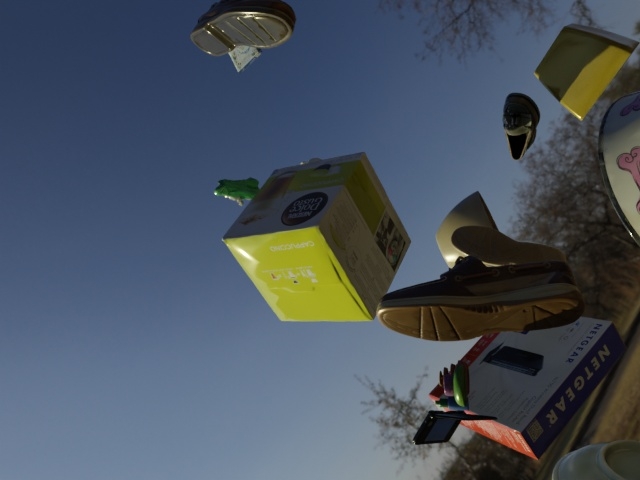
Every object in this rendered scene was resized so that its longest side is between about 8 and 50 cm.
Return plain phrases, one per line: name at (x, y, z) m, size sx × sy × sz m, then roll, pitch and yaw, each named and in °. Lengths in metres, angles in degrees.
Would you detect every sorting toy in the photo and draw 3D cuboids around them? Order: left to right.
sorting toy at (0.168, 0.188, 0.731) m, size 0.102 × 0.042 × 0.061 m, roll 18°, pitch -111°, yaw -71°

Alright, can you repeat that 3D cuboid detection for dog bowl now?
dog bowl at (0.708, -0.125, 1.012) m, size 0.408 × 0.408 × 0.150 m, roll -40°, pitch 0°, yaw -30°

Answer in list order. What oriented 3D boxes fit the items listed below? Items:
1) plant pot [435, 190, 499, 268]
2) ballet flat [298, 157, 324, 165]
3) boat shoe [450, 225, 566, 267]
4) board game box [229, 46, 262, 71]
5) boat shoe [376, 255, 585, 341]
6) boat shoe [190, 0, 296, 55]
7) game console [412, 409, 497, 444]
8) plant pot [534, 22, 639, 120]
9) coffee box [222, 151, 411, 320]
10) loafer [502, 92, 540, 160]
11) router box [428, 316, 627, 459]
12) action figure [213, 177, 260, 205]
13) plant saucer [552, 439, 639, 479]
plant pot at (0.504, -0.001, 1.918) m, size 0.191 × 0.284 × 0.284 m, roll -25°, pitch -18°, yaw 20°
ballet flat at (-0.032, -0.237, 1.932) m, size 0.086 × 0.086 × 0.248 m, roll -40°, pitch 12°, yaw -31°
boat shoe at (0.476, 0.041, 1.458) m, size 0.102 × 0.285 × 0.092 m, roll -66°, pitch -25°, yaw -22°
board game box at (-0.207, -0.515, 1.519) m, size 0.090 × 0.090 × 0.020 m, roll -31°, pitch -6°, yaw 36°
boat shoe at (0.269, 0.091, 0.995) m, size 0.123 × 0.342 × 0.123 m, roll 65°, pitch -158°, yaw -46°
boat shoe at (-0.156, -0.460, 1.155) m, size 0.111 × 0.307 × 0.104 m, roll 36°, pitch -107°, yaw -44°
game console at (0.247, 0.349, 1.043) m, size 0.122 × 0.071 × 0.107 m, roll 17°, pitch -76°, yaw -44°
plant pot at (0.729, -0.491, 1.585) m, size 0.212 × 0.187 × 0.212 m, roll -36°, pitch -22°, yaw -51°
coffee box at (0.000, 0.000, 1.616) m, size 0.338 × 0.338 × 0.334 m, roll 59°, pitch -137°, yaw -29°
loafer at (0.570, -0.318, 1.621) m, size 0.267 × 0.096 × 0.084 m, roll 41°, pitch -111°, yaw -60°
router box at (0.462, 0.301, 1.296) m, size 0.335 × 0.301 × 0.082 m, roll -40°, pitch -73°, yaw -20°
action figure at (-0.267, -0.159, 1.852) m, size 0.063 × 0.137 × 0.232 m, roll -50°, pitch -22°, yaw 19°
plant saucer at (0.743, 0.552, 1.286) m, size 0.400 × 0.401 × 0.100 m, roll -17°, pitch -70°, yaw -53°
